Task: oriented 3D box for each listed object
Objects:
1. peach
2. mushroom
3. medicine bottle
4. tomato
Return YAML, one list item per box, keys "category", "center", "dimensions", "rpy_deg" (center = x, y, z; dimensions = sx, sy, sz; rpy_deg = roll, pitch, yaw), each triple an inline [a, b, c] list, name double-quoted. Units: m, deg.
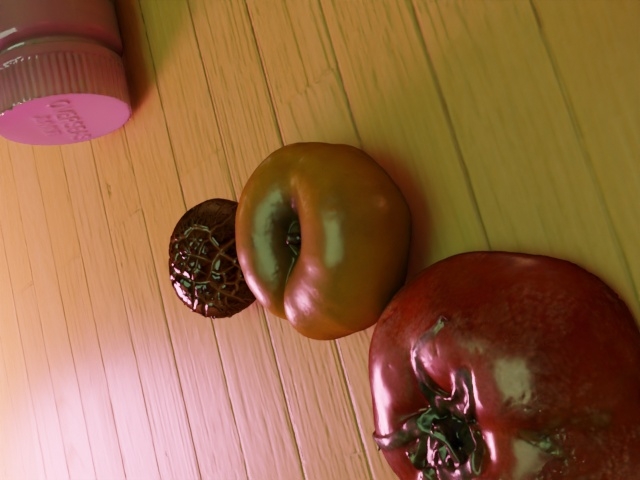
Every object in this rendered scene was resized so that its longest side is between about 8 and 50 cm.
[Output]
- category: "peach"
  center: [0.000, 0.000, 0.664]
  dimensions: [0.179, 0.103, 0.179]
  rpy_deg: [11, 104, 48]
- category: "mushroom"
  center: [-0.108, 0.020, 0.799]
  dimensions: [0.109, 0.085, 0.126]
  rpy_deg: [-9, 92, 48]
- category: "medicine bottle"
  center: [-0.350, -0.284, 0.977]
  dimensions: [0.178, 0.178, 0.290]
  rpy_deg: [-24, 77, 47]
- category: "tomato"
  center: [0.119, 0.120, 0.547]
  dimensions: [0.237, 0.095, 0.236]
  rpy_deg: [7, 99, 48]
